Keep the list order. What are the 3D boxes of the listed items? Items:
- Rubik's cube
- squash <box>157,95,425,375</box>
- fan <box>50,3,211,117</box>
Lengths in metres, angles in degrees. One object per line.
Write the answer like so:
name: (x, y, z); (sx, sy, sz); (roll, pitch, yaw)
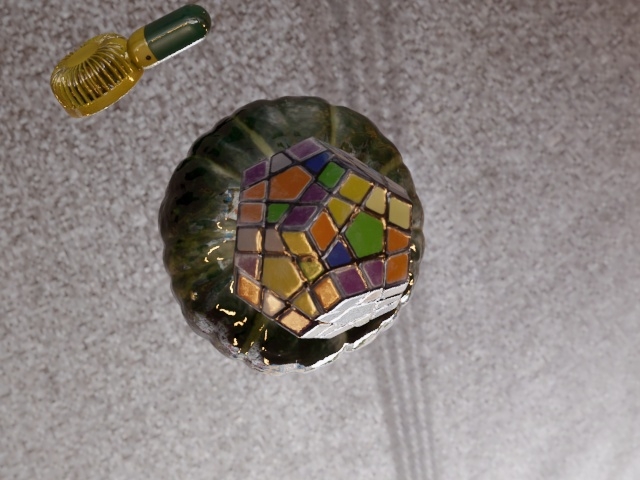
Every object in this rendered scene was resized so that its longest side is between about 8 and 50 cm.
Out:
Rubik's cube: (0.000, 0.000, 0.562); (0.111, 0.111, 0.093); (17, 109, -52)
squash: (-0.023, -0.003, 0.813); (0.218, 0.218, 0.172); (-15, -177, -26)
fan: (-0.164, -0.162, 0.900); (0.155, 0.082, 0.039); (-25, 123, 13)
